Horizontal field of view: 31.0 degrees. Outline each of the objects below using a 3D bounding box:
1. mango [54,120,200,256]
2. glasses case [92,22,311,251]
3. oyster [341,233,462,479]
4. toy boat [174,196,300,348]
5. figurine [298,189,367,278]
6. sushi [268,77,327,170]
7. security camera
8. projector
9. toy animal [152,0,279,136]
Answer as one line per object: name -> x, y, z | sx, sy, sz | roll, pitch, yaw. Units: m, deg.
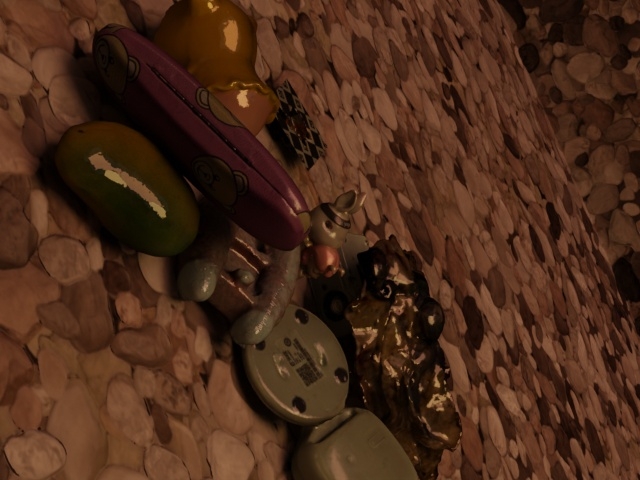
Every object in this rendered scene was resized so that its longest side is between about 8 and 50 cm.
mango -> -0.197, -0.060, 1.202 | 0.191, 0.085, 0.122 | 51, 31, -36
glasses case -> -0.131, -0.111, 1.249 | 0.316, 0.076, 0.123 | 45, -16, 6
oyster -> 0.116, 0.171, 1.547 | 0.221, 0.096, 0.361 | -10, 96, -55
toy boat -> -0.082, 0.010, 1.340 | 0.155, 0.085, 0.227 | 40, 35, -20
figurine -> 0.004, 0.001, 1.476 | 0.098, 0.146, 0.081 | 67, 24, -4
sushi -> -0.042, -0.161, 1.656 | 0.120, 0.026, 0.126 | 59, 22, -13
security camera -> -0.001, 0.217, 1.382 | 0.157, 0.080, 0.301 | -29, 85, -49
projector -> 0.039, 0.061, 1.597 | 0.115, 0.061, 0.147 | 7, 63, -60
toy animal -> -0.124, -0.193, 1.390 | 0.156, 0.156, 0.230 | 22, 55, -57
